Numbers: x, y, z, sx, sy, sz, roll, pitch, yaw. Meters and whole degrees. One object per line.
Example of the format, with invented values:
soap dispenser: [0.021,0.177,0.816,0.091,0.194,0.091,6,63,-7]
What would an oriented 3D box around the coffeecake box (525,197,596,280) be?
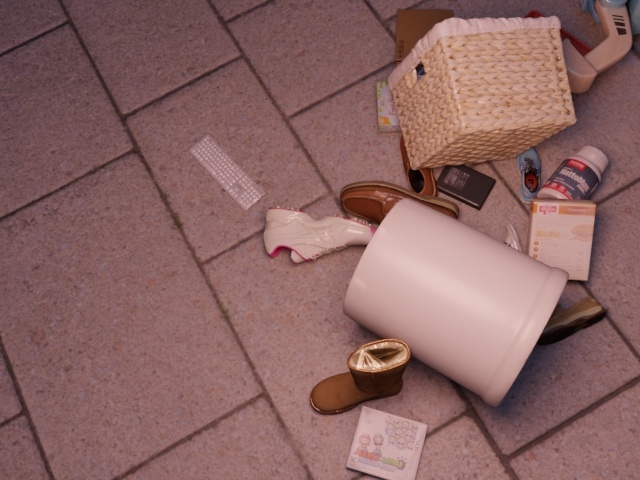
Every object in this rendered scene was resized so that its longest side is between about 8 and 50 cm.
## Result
coffeecake box: [0.572,-0.005,1.756,0.142,0.068,0.186,3,104,7]

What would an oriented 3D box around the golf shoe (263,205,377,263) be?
golf shoe: [0.000,0.000,1.848,0.306,0.115,0.140,8,79,16]

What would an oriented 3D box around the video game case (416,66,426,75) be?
video game case: [0.301,-0.367,2.010,0.193,0.023,0.212,40,75,19]

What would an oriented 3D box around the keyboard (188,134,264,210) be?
keyboard: [-0.257,-0.186,1.991,0.072,0.014,0.256,-40,69,-11]

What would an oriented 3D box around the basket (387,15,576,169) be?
basket: [0.380,-0.349,1.774,0.331,0.328,0.267,-7,81,-18]

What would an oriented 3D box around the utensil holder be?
utensil holder: [0.286,0.126,1.597,0.385,0.328,0.328,28,72,15]

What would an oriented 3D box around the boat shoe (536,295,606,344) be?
boat shoe: [0.575,0.186,1.735,0.190,0.068,0.072,-19,54,-13]

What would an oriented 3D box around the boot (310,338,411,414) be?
boot: [0.079,0.298,1.615,0.236,0.269,0.089,-17,67,-2]

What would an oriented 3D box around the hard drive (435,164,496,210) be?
hard drive: [0.376,-0.147,1.909,0.135,0.022,0.094,27,72,16]

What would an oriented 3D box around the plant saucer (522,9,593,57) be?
plant saucer: [0.597,-0.480,2.016,0.259,0.048,0.258,-42,70,-13]

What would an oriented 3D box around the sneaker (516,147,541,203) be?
sneaker: [0.542,-0.178,1.879,0.063,0.073,0.162,-1,67,5]

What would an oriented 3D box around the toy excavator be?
toy excavator: [0.801,-0.620,1.947,0.432,0.222,0.445,-6,66,-1]

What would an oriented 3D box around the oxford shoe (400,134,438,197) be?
oxford shoe: [0.248,-0.201,1.907,0.076,0.076,0.212,-28,61,24]

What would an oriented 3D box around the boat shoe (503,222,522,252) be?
boat shoe: [0.474,0.004,1.832,0.035,0.035,0.100,-13,73,-3]

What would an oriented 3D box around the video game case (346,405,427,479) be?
video game case: [0.152,0.467,1.668,0.157,0.019,0.143,15,71,7]

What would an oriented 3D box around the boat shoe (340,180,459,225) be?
boat shoe: [0.192,-0.068,1.838,0.307,0.111,0.104,10,57,10]

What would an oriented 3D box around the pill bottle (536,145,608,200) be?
pill bottle: [0.637,-0.148,1.840,0.108,0.108,0.180,37,75,18]

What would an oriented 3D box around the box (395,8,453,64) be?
box: [0.297,-0.581,2.088,0.164,0.021,0.201,2,60,5]

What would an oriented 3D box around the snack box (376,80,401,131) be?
snack box: [0.204,-0.365,1.983,0.100,0.037,0.141,-4,66,5]
